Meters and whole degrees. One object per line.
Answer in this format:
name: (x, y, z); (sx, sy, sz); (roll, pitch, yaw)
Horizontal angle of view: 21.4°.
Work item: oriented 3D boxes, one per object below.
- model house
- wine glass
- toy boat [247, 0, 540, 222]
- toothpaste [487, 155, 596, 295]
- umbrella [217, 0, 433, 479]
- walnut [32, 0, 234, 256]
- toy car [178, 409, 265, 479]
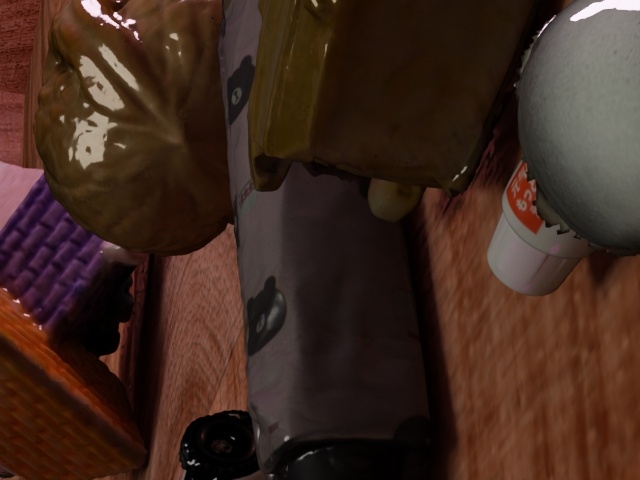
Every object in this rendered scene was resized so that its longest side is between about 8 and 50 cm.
model house: (-0.224, 0.076, 1.389); (0.237, 0.202, 0.237); (7, 54, 54)
wine glass: (0.095, -0.034, 0.332); (0.155, 0.072, 0.072); (162, 113, -75)
toy boat: (0.036, -0.140, 0.576); (0.115, 0.089, 0.310); (-102, 22, -59)
toothpaste: (0.095, -0.066, 0.439); (0.052, 0.033, 0.218); (-103, 27, -42)
umbrella: (0.000, 0.000, 0.700); (0.067, 0.073, 0.337); (82, -179, -50)
walnut: (-0.079, -0.069, 0.893); (0.184, 0.155, 0.155); (-131, 48, -69)
toy car: (-0.032, 0.148, 0.768); (0.171, 0.070, 0.080); (-103, 23, -48)
